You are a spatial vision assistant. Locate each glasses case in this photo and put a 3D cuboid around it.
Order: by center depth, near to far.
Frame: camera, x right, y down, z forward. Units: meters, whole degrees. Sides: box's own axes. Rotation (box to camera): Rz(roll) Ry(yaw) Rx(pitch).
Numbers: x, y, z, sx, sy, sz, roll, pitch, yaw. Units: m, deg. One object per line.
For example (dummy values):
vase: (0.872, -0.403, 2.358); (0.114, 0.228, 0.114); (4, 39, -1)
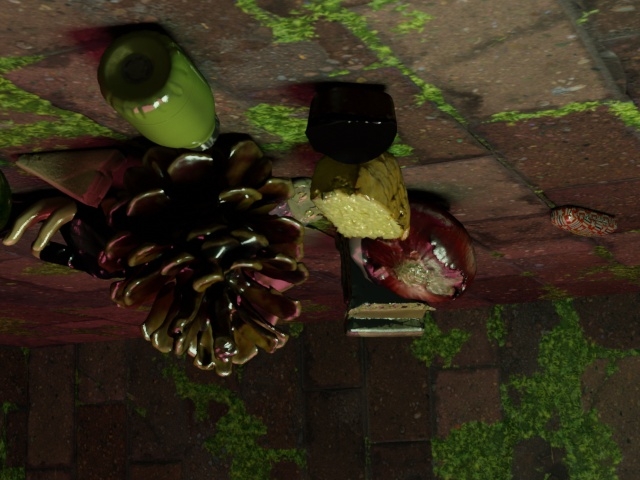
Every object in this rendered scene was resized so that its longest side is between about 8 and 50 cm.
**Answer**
glasses case: (0.569, -0.036, 2.359); (0.194, 0.049, 0.073); (9, 164, -43)

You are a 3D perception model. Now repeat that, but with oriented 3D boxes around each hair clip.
hair clip: (-0.051, -0.065, 2.072); (0.146, 0.056, 0.187); (-15, 157, 4)

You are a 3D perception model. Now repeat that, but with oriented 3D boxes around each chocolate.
chocolate: (0.046, -0.179, 1.543); (0.125, 0.080, 0.148); (-24, 150, 33)

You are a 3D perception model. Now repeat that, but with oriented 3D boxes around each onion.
onion: (0.195, -0.002, 2.190); (0.272, 0.195, 0.272); (23, 144, 18)

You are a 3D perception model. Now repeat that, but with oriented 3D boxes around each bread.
bread: (-0.416, -0.132, 1.820); (0.152, 0.105, 0.077); (29, 174, 12)
bread: (0.067, -0.088, 1.822); (0.143, 0.140, 0.229); (-6, 161, 16)

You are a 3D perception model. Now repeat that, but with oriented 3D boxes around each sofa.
sofa: (0.127, 0.085, 2.386); (0.200, 0.258, 0.182); (0, 154, -14)

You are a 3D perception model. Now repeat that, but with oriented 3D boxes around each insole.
insole: (0.000, 0.000, 2.545); (0.119, 0.009, 0.348); (-6, 168, 22)

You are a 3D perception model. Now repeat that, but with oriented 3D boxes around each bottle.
bottle: (-0.195, -0.180, 1.410); (0.112, 0.112, 0.260); (-4, 168, 10)

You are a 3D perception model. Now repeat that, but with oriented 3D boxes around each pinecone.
pinecone: (-0.166, 0.043, 1.748); (0.384, 0.384, 0.384); (-2, 168, 0)

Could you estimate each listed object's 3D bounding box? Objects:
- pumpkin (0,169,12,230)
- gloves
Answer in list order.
pumpkin: (-0.632, -0.060, 1.798); (0.238, 0.159, 0.238); (-2, 163, 0)
gloves: (-0.488, -0.013, 2.077); (0.301, 0.152, 0.197); (6, 146, -8)
